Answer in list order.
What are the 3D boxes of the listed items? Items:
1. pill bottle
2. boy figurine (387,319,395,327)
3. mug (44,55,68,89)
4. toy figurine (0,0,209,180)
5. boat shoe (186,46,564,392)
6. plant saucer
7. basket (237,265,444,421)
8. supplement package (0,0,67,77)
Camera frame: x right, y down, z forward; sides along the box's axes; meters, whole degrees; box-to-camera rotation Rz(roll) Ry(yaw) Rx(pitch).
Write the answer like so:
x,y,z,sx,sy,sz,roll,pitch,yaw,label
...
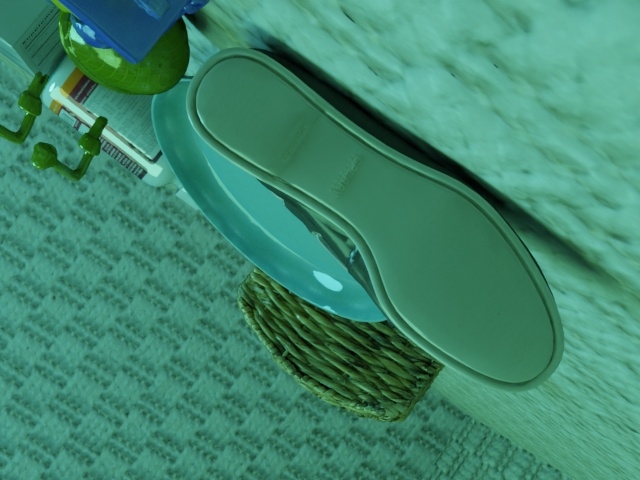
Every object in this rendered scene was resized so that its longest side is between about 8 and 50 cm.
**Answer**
x,y,z,sx,sy,sz,roll,pitch,yaw,label
-0.202,-0.141,1.003,0.221,0.121,0.121,38,174,-13,pill bottle
0.000,0.000,1.083,0.285,0.092,0.177,35,173,18,boy figurine
-0.292,-0.206,1.121,0.129,0.097,0.158,40,173,-36,mug
-0.165,-0.143,0.542,0.217,0.191,0.362,26,170,35,toy figurine
0.046,-0.025,0.639,0.335,0.112,0.095,41,-169,5,boat shoe
-0.036,-0.043,0.846,0.317,0.044,0.317,34,155,18,plant saucer
0.039,0.129,1.254,0.299,0.213,0.223,36,173,10,basket
-0.310,-0.247,0.877,0.105,0.105,0.179,38,173,-6,supplement package
